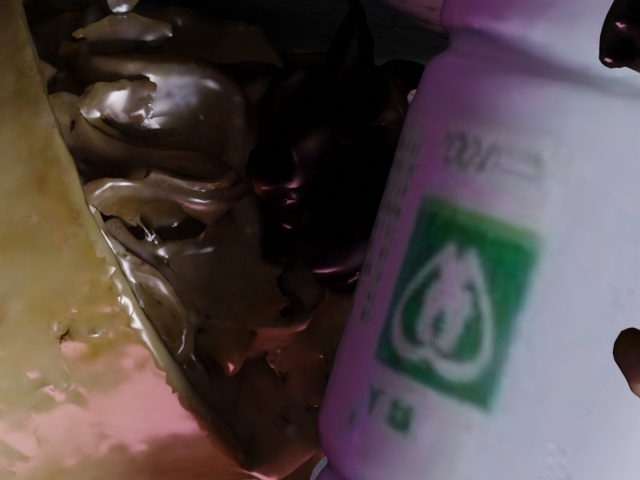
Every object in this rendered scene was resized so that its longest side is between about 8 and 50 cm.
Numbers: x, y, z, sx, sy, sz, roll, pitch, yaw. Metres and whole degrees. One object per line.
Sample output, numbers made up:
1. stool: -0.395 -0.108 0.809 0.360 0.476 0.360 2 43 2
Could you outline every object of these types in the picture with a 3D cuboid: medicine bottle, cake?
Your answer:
1. medicine bottle: 0.110 0.065 0.643 0.212 0.325 0.212 15 -176 -1
2. cake: -0.069 -0.024 0.865 0.321 0.332 0.332 -24 170 5

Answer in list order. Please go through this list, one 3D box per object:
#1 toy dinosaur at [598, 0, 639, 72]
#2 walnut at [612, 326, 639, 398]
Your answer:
1. toy dinosaur: 0.176 -0.069 0.445 0.179 0.087 0.187 16 177 -5
2. walnut: 0.154 -0.019 0.299 0.238 0.204 0.141 18 -158 -49
